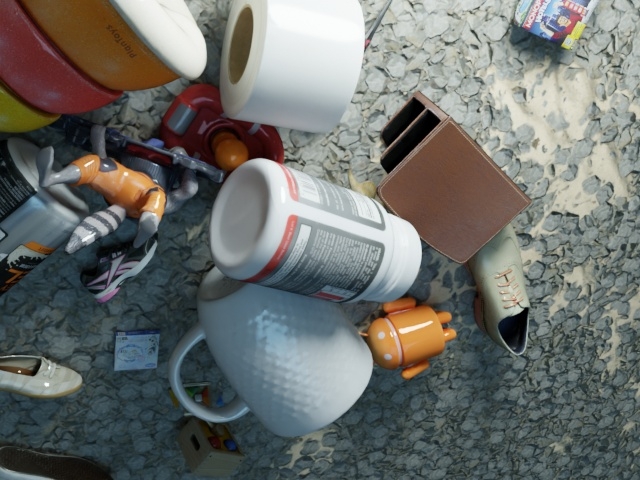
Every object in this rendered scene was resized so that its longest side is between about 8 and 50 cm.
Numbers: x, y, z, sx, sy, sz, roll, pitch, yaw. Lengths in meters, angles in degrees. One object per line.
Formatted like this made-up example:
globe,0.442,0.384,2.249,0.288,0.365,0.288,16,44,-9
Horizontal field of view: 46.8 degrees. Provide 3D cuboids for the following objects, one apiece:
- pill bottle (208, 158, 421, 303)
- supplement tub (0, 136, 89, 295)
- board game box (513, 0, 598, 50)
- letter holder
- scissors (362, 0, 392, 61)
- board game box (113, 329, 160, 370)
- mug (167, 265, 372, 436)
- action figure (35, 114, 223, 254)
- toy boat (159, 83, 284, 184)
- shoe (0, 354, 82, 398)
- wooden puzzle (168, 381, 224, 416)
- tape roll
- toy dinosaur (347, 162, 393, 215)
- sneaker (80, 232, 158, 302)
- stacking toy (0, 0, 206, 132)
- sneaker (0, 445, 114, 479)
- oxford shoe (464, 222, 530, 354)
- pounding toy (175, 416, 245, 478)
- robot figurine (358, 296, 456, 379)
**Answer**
pill bottle,0.000,0.000,1.332,0.363,0.210,0.210,17,111,-38
supplement tub,-0.567,-0.009,1.244,0.316,0.193,0.193,-38,125,6
board game box,0.454,-0.498,1.440,0.194,0.060,0.194,15,112,-26
letter holder,0.245,-0.118,1.526,0.214,0.152,0.302,-46,124,11
scissors,0.076,-0.354,1.397,0.297,0.021,0.109,-54,155,-5
board game box,-0.388,0.231,1.559,0.090,0.020,0.090,0,118,-21
mug,-0.128,0.212,1.489,0.374,0.276,0.328,-36,116,-6
action figure,-0.356,-0.098,1.228,0.342,0.330,0.178,20,101,3
toy boat,-0.168,-0.169,1.333,0.231,0.151,0.151,28,106,-31
shoe,-0.584,0.267,1.470,0.219,0.076,0.058,9,120,-23
wooden puzzle,-0.275,0.354,1.650,0.116,0.078,0.014,-8,163,-23
tape roll,-0.056,-0.311,1.239,0.169,0.246,0.246,5,116,-24
toy dinosaur,0.079,-0.089,1.547,0.092,0.053,0.183,-53,132,-5
sneaker,-0.390,0.040,1.421,0.178,0.072,0.077,-45,114,1
stacking toy,-0.442,-0.279,1.074,0.480,0.350,0.350,-32,125,8
sneaker,-0.588,0.541,1.621,0.290,0.106,0.123,26,113,-21
oxford shoe,0.430,0.094,1.718,0.141,0.146,0.396,-24,124,-6
pounding toy,-0.255,0.448,1.682,0.100,0.141,0.130,-50,138,11
robot figurine,0.202,0.227,1.718,0.220,0.128,0.158,-15,130,-12
